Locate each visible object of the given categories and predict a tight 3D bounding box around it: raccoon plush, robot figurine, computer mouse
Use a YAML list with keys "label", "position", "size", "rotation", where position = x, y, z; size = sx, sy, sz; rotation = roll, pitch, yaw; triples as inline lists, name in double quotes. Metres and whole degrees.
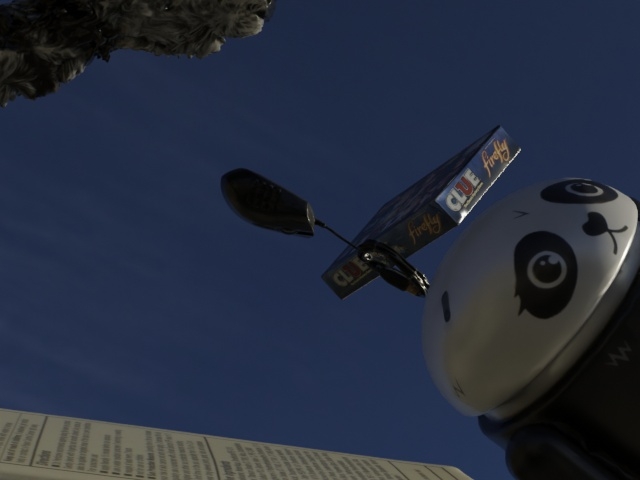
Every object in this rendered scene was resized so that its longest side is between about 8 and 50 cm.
- label: "raccoon plush"
  position: [-0.233, -0.345, 1.497]
  size: [0.446, 0.299, 0.216]
  rotation: [-15, -40, -6]
- label: "robot figurine"
  position: [0.195, 0.082, 0.872]
  size: [0.278, 0.209, 0.174]
  rotation: [37, -84, -7]
- label: "computer mouse"
  position: [0.000, 0.000, 1.446]
  size: [0.242, 0.041, 0.071]
  rotation: [28, -22, 11]

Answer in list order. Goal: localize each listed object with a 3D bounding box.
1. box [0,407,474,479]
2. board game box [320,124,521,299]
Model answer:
- label: "box"
  position: [-0.088, 0.140, 0.569]
  size: [0.311, 0.148, 0.121]
  rotation: [8, -89, -6]
- label: "board game box"
  position: [0.118, -0.032, 1.734]
  size: [0.042, 0.165, 0.243]
  rotation: [47, -41, -6]
